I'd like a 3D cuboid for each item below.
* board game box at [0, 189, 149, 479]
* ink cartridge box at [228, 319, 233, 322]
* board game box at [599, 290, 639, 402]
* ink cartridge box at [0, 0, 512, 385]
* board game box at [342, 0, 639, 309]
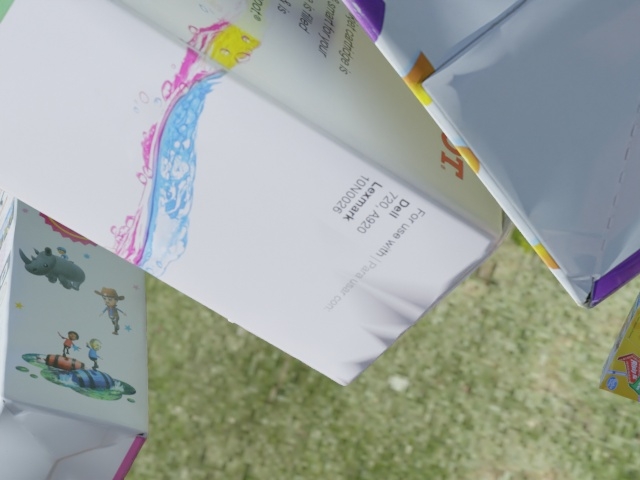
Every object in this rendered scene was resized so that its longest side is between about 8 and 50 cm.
[{"bbox_3d":[-0.197,0.070,1.000,0.224,0.097,0.303,-58,28,37],"label":"board game box"},{"bbox_3d":[0.000,0.000,1.900,0.168,0.232,0.171,-9,92,39],"label":"ink cartridge box"},{"bbox_3d":[0.276,0.067,1.068,0.026,0.103,0.154,-66,-8,-46],"label":"board game box"},{"bbox_3d":[-0.058,-0.092,0.659,0.117,0.278,0.201,-48,19,33],"label":"ink cartridge box"},{"bbox_3d":[0.059,-0.129,0.472,0.144,0.142,0.275,-37,29,7],"label":"board game box"}]
